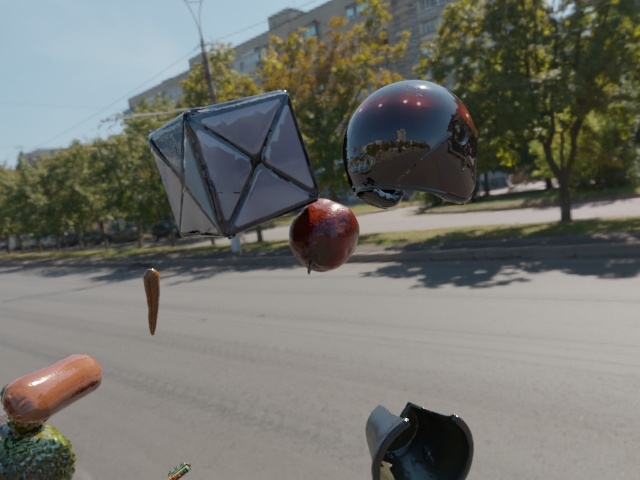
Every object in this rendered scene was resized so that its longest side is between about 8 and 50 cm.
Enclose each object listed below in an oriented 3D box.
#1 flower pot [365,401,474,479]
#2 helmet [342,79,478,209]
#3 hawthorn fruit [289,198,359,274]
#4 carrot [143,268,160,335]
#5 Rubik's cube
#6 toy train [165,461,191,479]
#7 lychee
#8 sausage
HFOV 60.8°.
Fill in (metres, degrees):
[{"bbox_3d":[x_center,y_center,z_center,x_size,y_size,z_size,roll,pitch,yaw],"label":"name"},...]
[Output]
[{"bbox_3d":[0.299,0.709,1.870,0.379,0.380,0.251,-9,14,-20],"label":"flower pot"},{"bbox_3d":[0.131,-0.138,0.817,0.216,0.193,0.189,-38,21,-31],"label":"helmet"},{"bbox_3d":[0.000,0.000,1.441,0.189,0.190,0.251,-4,32,31],"label":"hawthorn fruit"},{"bbox_3d":[-0.501,0.186,1.628,0.048,0.216,0.048,2,16,-1],"label":"carrot"},{"bbox_3d":[-0.232,-0.194,1.413,0.310,0.305,0.307,-26,15,-31],"label":"Rubik's cube"},{"bbox_3d":[-0.531,0.873,2.039,0.103,0.044,0.064,-35,5,-13],"label":"toy train"},{"bbox_3d":[-0.669,0.498,1.170,0.320,0.270,0.270,-48,18,-13],"label":"lychee"},{"bbox_3d":[-0.419,0.232,0.869,0.077,0.077,0.194,-6,4,11],"label":"sausage"}]
